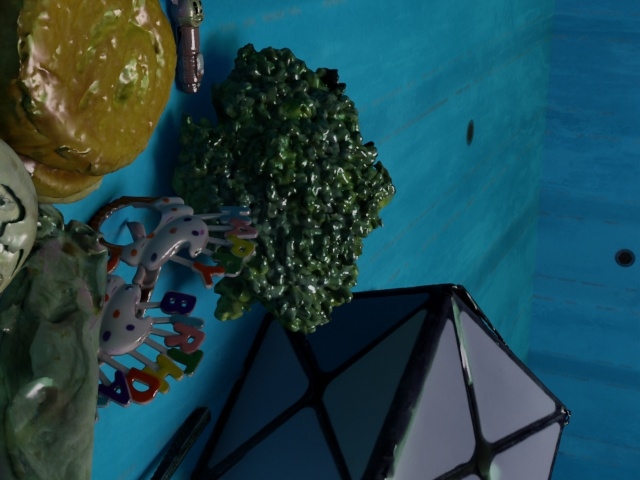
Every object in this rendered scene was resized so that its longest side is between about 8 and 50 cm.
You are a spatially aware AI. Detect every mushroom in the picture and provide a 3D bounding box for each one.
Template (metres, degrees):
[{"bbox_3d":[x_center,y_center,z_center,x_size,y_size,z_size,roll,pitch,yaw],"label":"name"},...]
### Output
[{"bbox_3d":[-0.254,-0.002,0.656,0.154,0.122,0.154,-35,148,-26],"label":"mushroom"}]

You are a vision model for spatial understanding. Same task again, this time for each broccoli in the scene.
[{"bbox_3d":[-0.060,-0.048,1.075,0.245,0.248,0.288,-38,-154,58],"label":"broccoli"}]

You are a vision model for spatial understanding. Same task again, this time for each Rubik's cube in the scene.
[{"bbox_3d":[0.078,0.254,1.210,0.307,0.305,0.310,44,56,-31],"label":"Rubik's cube"}]

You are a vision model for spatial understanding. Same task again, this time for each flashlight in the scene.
[{"bbox_3d":[-0.132,-0.203,0.999,0.052,0.031,0.110,-39,133,-58],"label":"flashlight"}]

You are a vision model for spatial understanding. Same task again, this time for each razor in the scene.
[{"bbox_3d":[-0.167,0.247,1.077,0.190,0.033,0.066,-50,142,-52],"label":"razor"}]

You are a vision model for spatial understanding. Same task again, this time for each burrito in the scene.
[{"bbox_3d":[-0.212,0.100,0.749,0.096,0.066,0.309,26,43,-38],"label":"burrito"}]

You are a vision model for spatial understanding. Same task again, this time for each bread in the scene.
[{"bbox_3d":[-0.201,-0.144,0.750,0.236,0.120,0.198,63,40,-54],"label":"bread"}]

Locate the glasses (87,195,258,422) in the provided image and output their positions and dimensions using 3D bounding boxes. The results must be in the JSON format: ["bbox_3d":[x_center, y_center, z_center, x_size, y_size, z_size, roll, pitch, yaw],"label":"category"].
[{"bbox_3d":[-0.153,0.059,0.883,0.095,0.162,0.255,77,32,-48],"label":"glasses"}]
